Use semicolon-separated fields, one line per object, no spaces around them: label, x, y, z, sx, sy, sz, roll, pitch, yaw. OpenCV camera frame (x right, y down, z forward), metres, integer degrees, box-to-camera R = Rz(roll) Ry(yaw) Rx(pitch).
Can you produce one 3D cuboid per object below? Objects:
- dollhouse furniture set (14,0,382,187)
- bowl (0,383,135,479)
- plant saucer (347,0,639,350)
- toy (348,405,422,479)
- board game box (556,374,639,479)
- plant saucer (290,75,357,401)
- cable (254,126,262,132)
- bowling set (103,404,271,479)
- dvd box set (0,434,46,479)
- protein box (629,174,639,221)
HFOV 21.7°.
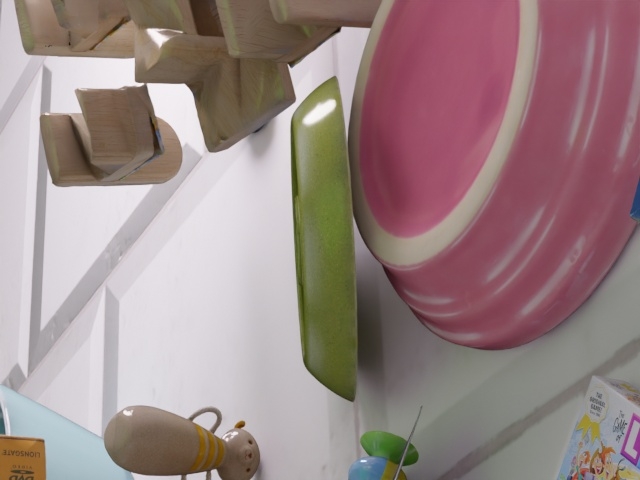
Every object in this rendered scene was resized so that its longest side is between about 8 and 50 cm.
dollhouse furniture set;-0.078;-0.283;1.471;0.362;0.256;0.394;-29;70;47
bowl;-0.287;0.306;1.684;0.311;0.163;0.311;-42;42;53
plant saucer;0.109;-0.096;1.107;0.332;0.084;0.332;-41;43;53
toy;-0.002;0.225;1.090;0.137;0.056;0.237;106;-169;-56
board game box;0.179;0.150;0.906;0.154;0.026;0.103;39;114;63
plant saucer;0.000;0.000;1.231;0.241;0.037;0.241;176;90;-87
cable;-0.117;-0.200;1.654;0.139;0.072;0.287;-51;35;37
bowling set;-0.074;0.274;1.306;0.200;0.154;0.287;-1;76;46
dvd box set;-0.339;0.409;1.494;0.307;0.062;0.420;-25;63;46
protein box;0.261;-0.079;0.702;0.200;0.136;0.201;20;97;65
